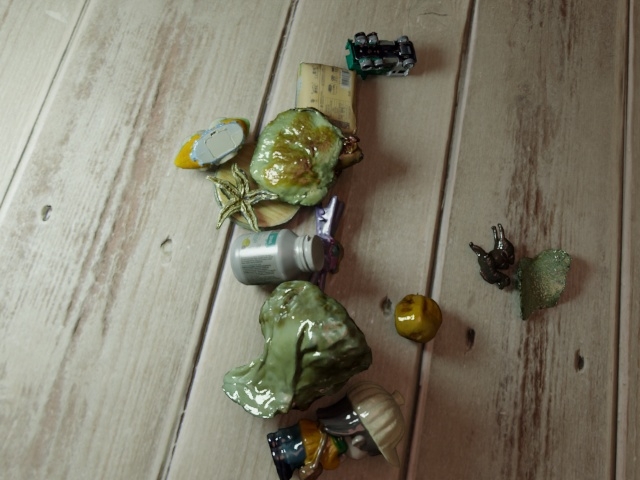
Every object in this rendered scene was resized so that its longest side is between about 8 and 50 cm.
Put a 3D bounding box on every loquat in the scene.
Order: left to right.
[{"bbox_3d":[0.256,0.202,1.500,0.137,0.113,0.137,4,50,-4],"label":"loquat"}]

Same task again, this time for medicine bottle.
[{"bbox_3d":[-0.105,0.040,1.427,0.215,0.135,0.135,-6,71,21],"label":"medicine bottle"}]

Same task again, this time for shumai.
[{"bbox_3d":[-0.067,0.279,1.302,0.288,0.329,0.292,-34,106,-29],"label":"shumai"}]

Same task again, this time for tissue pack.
[{"bbox_3d":[0.016,-0.395,1.652,0.186,0.090,0.223,5,73,-11],"label":"tissue pack"}]

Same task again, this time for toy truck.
[{"bbox_3d":[0.175,-0.549,1.720,0.215,0.116,0.110,-6,75,-20],"label":"toy truck"}]

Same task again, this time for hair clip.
[{"bbox_3d":[0.013,-0.005,1.519,0.090,0.137,0.279,-8,70,24],"label":"hair clip"}]

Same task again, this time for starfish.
[{"bbox_3d":[-0.218,-0.099,1.493,0.208,0.053,0.176,43,81,12],"label":"starfish"}]

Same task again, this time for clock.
[{"bbox_3d":[-0.289,-0.260,1.525,0.230,0.144,0.103,-32,109,-12],"label":"clock"}]

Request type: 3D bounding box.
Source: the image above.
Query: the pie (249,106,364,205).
[{"bbox_3d":[-0.049,-0.230,1.533,0.257,0.105,0.274,42,81,4],"label":"pie"}]

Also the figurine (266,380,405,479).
[{"bbox_3d":[0.043,0.446,1.346,0.331,0.185,0.205,-2,108,-15],"label":"figurine"}]

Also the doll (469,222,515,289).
[{"bbox_3d":[0.500,0.053,1.621,0.139,0.057,0.165,-32,89,-20],"label":"doll"}]

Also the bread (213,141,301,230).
[{"bbox_3d":[-0.164,-0.151,1.567,0.266,0.040,0.267,3,72,-9],"label":"bread"}]

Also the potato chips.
[{"bbox_3d":[0.632,0.116,1.625,0.228,0.059,0.167,-24,85,-22],"label":"potato chips"}]
